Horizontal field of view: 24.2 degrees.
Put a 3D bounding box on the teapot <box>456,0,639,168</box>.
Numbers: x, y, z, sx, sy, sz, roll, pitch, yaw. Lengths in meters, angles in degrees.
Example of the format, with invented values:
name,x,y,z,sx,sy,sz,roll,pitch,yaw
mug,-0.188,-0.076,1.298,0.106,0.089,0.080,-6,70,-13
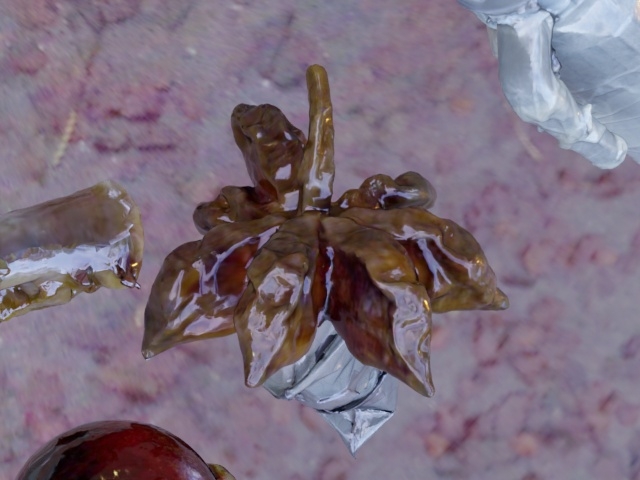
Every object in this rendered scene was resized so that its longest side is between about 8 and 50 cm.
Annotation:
name,x,y,z,sx,sy,sz,roll,pitch,yaw
teapot,0.131,-0.075,0.650,0.200,0.077,0.107,27,64,-46

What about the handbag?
name,x,y,z,sx,sy,sz,roll,pitch,yaw
handbag,0.007,0.077,1.236,0.117,0.270,0.182,-3,75,13

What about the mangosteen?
name,x,y,z,sx,sy,sz,roll,pitch,yaw
mangosteen,-0.089,0.150,0.725,0.140,0.140,0.140,-4,105,-16

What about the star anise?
name,x,y,z,sx,sy,sz,roll,pitch,yaw
star anise,-0.004,0.005,0.806,0.196,0.212,0.111,-43,158,-22

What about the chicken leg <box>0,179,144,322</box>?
name,x,y,z,sx,sy,sz,roll,pitch,yaw
chicken leg,-0.265,-0.002,0.613,0.409,0.295,0.182,-17,155,-38
